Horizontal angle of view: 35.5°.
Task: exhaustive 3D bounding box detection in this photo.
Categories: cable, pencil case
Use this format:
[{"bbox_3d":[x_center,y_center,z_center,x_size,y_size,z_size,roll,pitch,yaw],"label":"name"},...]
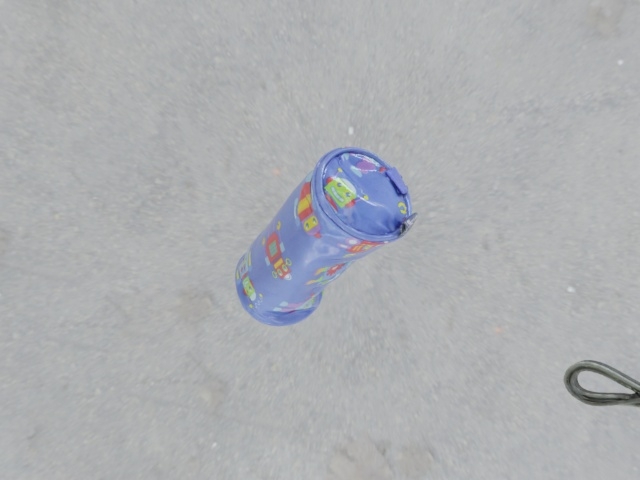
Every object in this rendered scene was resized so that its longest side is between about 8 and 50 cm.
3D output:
[{"bbox_3d":[0.496,0.245,1.458,0.287,0.072,0.139,32,113,21],"label":"cable"},{"bbox_3d":[0.000,0.000,1.181,0.133,0.306,0.119,-17,75,-30],"label":"pencil case"}]
